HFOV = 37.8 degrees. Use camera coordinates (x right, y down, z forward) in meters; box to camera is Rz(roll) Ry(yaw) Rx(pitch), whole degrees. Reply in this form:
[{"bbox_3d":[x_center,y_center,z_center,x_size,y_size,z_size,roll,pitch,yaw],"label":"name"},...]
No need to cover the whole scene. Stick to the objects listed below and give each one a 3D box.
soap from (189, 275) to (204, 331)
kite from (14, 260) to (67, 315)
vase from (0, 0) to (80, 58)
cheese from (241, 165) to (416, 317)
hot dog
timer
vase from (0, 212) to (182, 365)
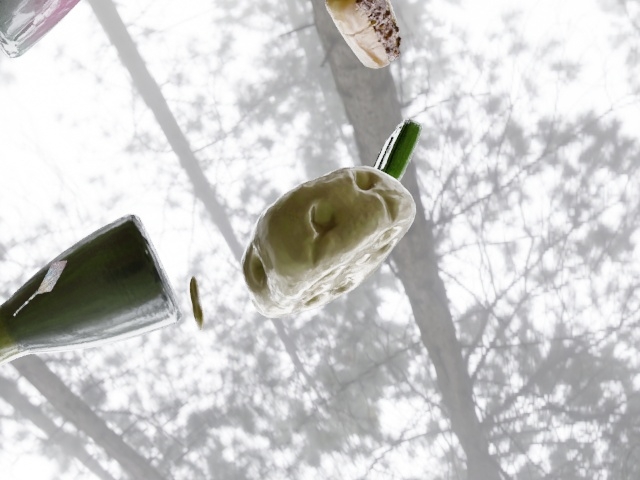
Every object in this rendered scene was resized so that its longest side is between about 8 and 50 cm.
[{"bbox_3d":[-0.154,0.078,1.165,0.012,0.034,0.089,-4,-144,-13],"label":"soap"},{"bbox_3d":[-0.267,0.041,0.902,0.002,0.044,0.078,29,-155,6],"label":"kite"},{"bbox_3d":[-0.132,-0.208,0.563,0.214,0.086,0.086,-42,-126,-7],"label":"vase"},{"bbox_3d":[0.000,0.000,1.120,0.235,0.218,0.117,-40,-103,9],"label":"cheese"},{"bbox_3d":[0.078,-0.353,1.501,0.076,0.249,0.102,32,-98,28],"label":"hot dog"},{"bbox_3d":[0.132,-0.148,1.672,0.047,0.128,0.140,26,-102,-6],"label":"timer"},{"bbox_3d":[-0.371,0.100,1.320,0.321,0.173,0.173,-25,-129,-7],"label":"vase"}]
